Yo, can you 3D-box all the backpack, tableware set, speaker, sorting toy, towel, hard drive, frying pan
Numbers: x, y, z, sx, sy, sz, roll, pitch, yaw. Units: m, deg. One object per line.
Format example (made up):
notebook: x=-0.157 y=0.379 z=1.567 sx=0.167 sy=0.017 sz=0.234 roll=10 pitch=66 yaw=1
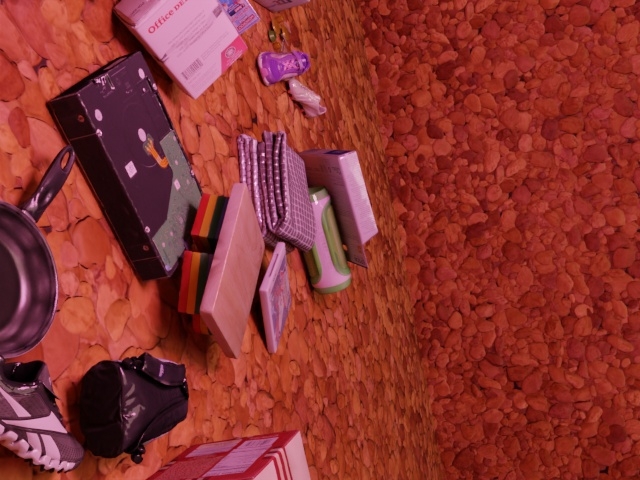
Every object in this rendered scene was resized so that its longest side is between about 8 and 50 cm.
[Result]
backpack: x=-0.273 y=0.233 z=0.993 sx=0.182 sy=0.115 sz=0.151 roll=9 pitch=83 yaw=-72
tableware set: x=-0.130 y=-0.641 z=2.066 sx=0.104 sy=0.024 sz=0.154 roll=57 pitch=29 yaw=-42
speaker: x=0.000 y=0.000 z=1.929 sx=0.131 sy=0.131 sz=0.296 roll=-52 pitch=129 yaw=-66
sorting toy: x=-0.190 y=0.060 z=1.257 sx=0.257 sy=0.090 sz=0.255 roll=83 pitch=16 yaw=-63
towel: x=-0.100 y=-0.122 z=1.702 sx=0.235 sy=0.121 sz=0.283 roll=31 pitch=51 yaw=-68
hard drive: x=-0.312 y=-0.130 z=1.159 sx=0.237 sy=0.064 sz=0.338 roll=-71 pitch=145 yaw=-56
frying pan: x=-0.403 y=-0.013 z=0.839 sx=0.197 sy=0.053 sz=0.325 roll=42 pitch=39 yaw=-61

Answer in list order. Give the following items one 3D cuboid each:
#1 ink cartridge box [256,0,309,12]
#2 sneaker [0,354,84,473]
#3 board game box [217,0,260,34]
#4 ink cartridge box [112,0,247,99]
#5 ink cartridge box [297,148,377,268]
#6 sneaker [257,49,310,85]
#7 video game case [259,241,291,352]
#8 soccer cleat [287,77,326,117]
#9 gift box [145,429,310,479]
ink cartridge box: x=-0.126 y=-0.770 z=1.976 sx=0.176 sy=0.128 sz=0.128 roll=-19 pitch=98 yaw=-73
sneaker: x=-0.346 y=0.202 z=0.798 sx=0.106 sy=0.078 sz=0.234 roll=-57 pitch=142 yaw=-20
board game box: x=-0.203 y=-0.516 z=1.383 sx=0.194 sy=0.060 sz=0.194 roll=54 pitch=4 yaw=-11
ink cartridge box: x=-0.265 y=-0.406 z=1.286 sx=0.092 sy=0.158 sz=0.218 roll=42 pitch=-5 yaw=32
ink cartridge box: x=0.055 y=-0.105 z=1.966 sx=0.324 sy=0.072 sz=0.329 roll=22 pitch=-49 yaw=66
sneaker: x=-0.100 y=-0.510 z=1.937 sx=0.236 sy=0.105 sz=0.095 roll=-41 pitch=122 yaw=-62
video game case: x=-0.105 y=0.137 z=1.609 sx=0.183 sy=0.023 sz=0.201 roll=-73 pitch=164 yaw=-52
soccer cleat: x=-0.044 y=-0.460 z=2.130 sx=0.196 sy=0.076 sz=0.068 roll=45 pitch=38 yaw=-60
gift box: x=-0.121 y=0.474 z=1.096 sx=0.276 sy=0.255 sz=0.258 roll=-8 pitch=86 yaw=-68
